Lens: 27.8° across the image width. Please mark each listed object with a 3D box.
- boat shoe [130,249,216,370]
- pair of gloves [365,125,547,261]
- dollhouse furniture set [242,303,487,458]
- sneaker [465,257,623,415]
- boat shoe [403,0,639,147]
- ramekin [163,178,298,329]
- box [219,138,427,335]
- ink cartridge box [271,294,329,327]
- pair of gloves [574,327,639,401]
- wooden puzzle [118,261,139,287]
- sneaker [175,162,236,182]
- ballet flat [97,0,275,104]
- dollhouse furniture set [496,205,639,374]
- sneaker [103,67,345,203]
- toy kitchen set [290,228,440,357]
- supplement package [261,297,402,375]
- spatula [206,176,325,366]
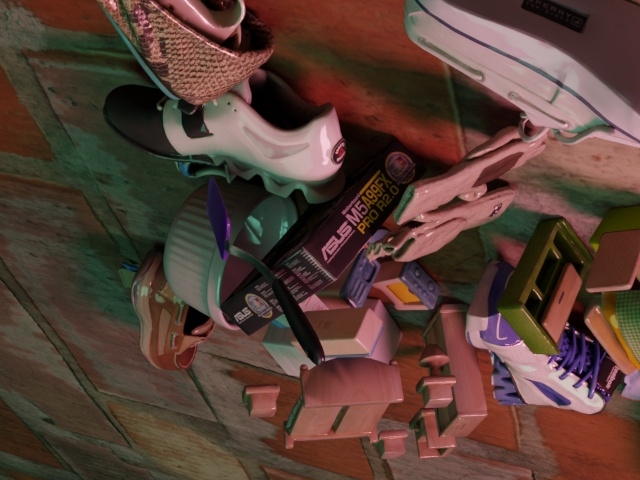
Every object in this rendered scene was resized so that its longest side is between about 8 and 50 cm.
[{"bbox_3d":[-0.237,0.139,2.192,0.117,0.123,0.324,15,152,11],"label":"boat shoe"},{"bbox_3d":[0.157,-0.053,1.529,0.042,0.204,0.240,58,160,17],"label":"pair of gloves"},{"bbox_3d":[0.043,0.205,1.894,0.356,0.173,0.303,-1,154,-12],"label":"dollhouse furniture set"},{"bbox_3d":[0.320,0.144,1.777,0.182,0.127,0.315,10,152,27],"label":"sneaker"},{"bbox_3d":[0.244,-0.160,1.308,0.367,0.135,0.156,25,152,2],"label":"boat shoe"},{"bbox_3d":[-0.129,0.010,1.811,0.109,0.207,0.207,22,153,22],"label":"ramekin"},{"bbox_3d":[0.000,0.000,1.669,0.060,0.216,0.270,45,149,-6],"label":"box"},{"bbox_3d":[-0.021,0.068,1.892,0.062,0.104,0.181,35,160,-20],"label":"ink cartridge box"},{"bbox_3d":[0.431,0.190,1.889,0.198,0.023,0.159,19,152,10],"label":"pair of gloves"},{"bbox_3d":[-0.309,0.071,2.238,0.079,0.014,0.116,16,151,4],"label":"wooden puzzle"},{"bbox_3d":[-0.186,-0.131,1.725,0.186,0.083,0.069,13,150,17],"label":"sneaker"},{"bbox_3d":[-0.215,-0.330,1.370,0.182,0.164,0.483,-24,136,26],"label":"ballet flat"},{"bbox_3d":[0.398,0.115,1.620,0.198,0.151,0.301,-8,134,44],"label":"dollhouse furniture set"},{"bbox_3d":[-0.119,-0.166,1.609,0.331,0.122,0.146,16,133,15],"label":"sneaker"},{"bbox_3d":[0.087,0.099,1.785,0.122,0.207,0.166,-7,138,44],"label":"toy kitchen set"},{"bbox_3d":[0.019,0.154,2.042,0.179,0.105,0.105,5,146,32],"label":"supplement package"},{"bbox_3d":[-0.072,0.039,1.561,0.296,0.030,0.084,51,150,30],"label":"spatula"}]
